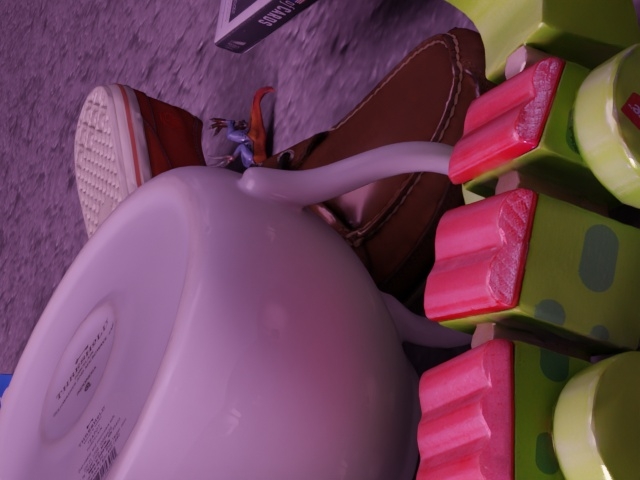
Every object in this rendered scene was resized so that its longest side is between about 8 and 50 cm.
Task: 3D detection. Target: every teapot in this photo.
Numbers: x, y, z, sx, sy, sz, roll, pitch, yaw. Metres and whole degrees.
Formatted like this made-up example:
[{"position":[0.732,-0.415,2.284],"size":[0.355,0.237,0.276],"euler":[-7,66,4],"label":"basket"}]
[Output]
[{"position":[-0.035,0.095,0.662],"size":[0.256,0.187,0.253],"euler":[-30,41,51],"label":"teapot"}]

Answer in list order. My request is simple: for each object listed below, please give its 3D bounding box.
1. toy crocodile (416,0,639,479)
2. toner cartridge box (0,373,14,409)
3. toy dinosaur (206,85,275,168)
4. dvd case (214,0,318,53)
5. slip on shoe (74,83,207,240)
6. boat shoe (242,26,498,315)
[{"position":[0.088,0.025,0.549],"size":[0.115,0.105,0.341],"euler":[-29,49,59],"label":"toy crocodile"},{"position":[-0.291,0.215,1.316],"size":[0.348,0.075,0.165],"euler":[-11,65,64],"label":"toner cartridge box"},{"position":[-0.055,-0.069,1.029],"size":[0.090,0.047,0.082],"euler":[-57,44,11],"label":"toy dinosaur"},{"position":[-0.004,-0.238,0.889],"size":[0.238,0.029,0.179],"euler":[-18,61,64],"label":"dvd case"},{"position":[-0.109,0.028,1.012],"size":[0.123,0.101,0.331],"euler":[-48,47,46],"label":"slip on shoe"},{"position":[0.000,0.000,0.766],"size":[0.307,0.104,0.111],"euler":[-57,28,33],"label":"boat shoe"}]
